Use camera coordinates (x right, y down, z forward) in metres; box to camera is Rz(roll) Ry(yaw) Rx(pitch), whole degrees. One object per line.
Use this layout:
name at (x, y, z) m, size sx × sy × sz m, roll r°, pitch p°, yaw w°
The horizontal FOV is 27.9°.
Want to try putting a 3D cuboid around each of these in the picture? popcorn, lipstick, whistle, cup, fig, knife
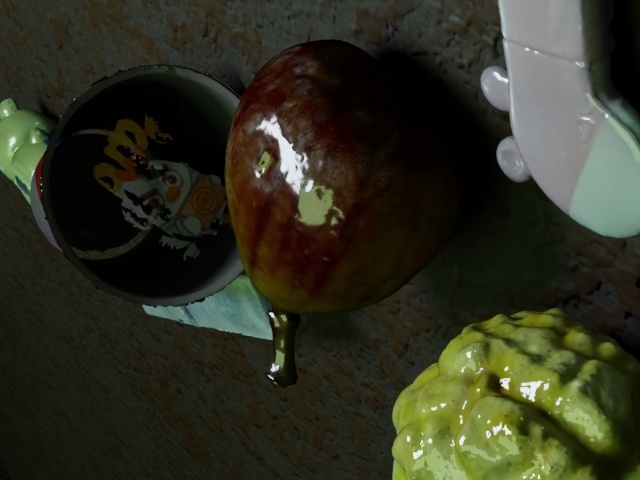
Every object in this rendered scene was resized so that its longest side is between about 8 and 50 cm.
popcorn at (0.133, 0.152, 0.762) m, size 0.256 × 0.195 × 0.255 m, roll 83°, pitch 161°, yaw -47°
lipstick at (-0.093, 0.038, 1.208) m, size 0.290 × 0.077 × 0.076 m, roll 6°, pitch 123°, yaw 59°
whistle at (-0.304, -0.081, 1.461) m, size 0.227 × 0.085 × 0.105 m, roll 39°, pitch 149°, yaw 39°
cup at (-0.176, -0.047, 1.162) m, size 0.203 × 0.203 × 0.288 m, roll 63°, pitch 162°, yaw -9°
fig at (0.002, 0.000, 0.889) m, size 0.170 × 0.145 × 0.274 m, roll 46°, pitch 138°, yaw 28°
knife at (0.111, -0.180, 0.630) m, size 0.132 × 0.038 × 0.398 m, roll 25°, pitch 138°, yaw 47°
